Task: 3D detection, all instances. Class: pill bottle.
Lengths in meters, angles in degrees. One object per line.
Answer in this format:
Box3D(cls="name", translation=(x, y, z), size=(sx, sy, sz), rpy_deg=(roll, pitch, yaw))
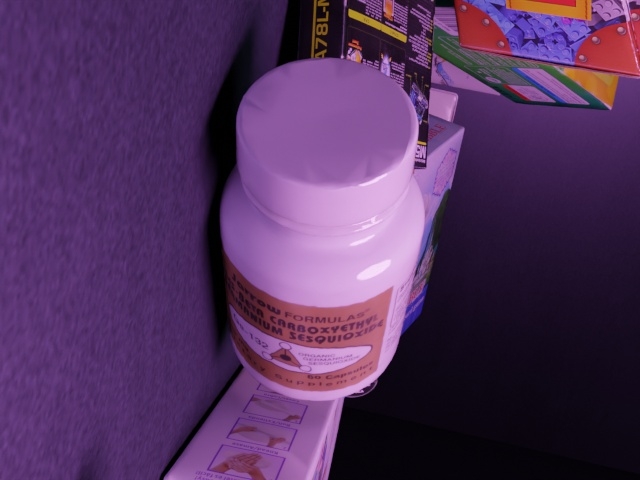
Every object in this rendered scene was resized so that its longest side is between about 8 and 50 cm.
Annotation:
Box3D(cls="pill bottle", translation=(0.000, 0.000, 0.568), size=(0.229, 0.131, 0.131), rpy_deg=(94, 10, -54))

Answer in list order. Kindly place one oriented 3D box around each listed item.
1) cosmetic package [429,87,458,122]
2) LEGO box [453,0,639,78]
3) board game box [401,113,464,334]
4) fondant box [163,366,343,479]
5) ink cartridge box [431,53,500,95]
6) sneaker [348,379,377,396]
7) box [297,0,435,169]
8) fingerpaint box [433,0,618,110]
Box3D(cls="cosmetic package", translation=(0.175, -0.241, 1.668), size=(0.309, 0.160, 0.113), rpy_deg=(-45, 147, -78))
Box3D(cls="LEGO box", translation=(0.302, -0.457, 0.788), size=(0.500, 0.193, 0.373), rpy_deg=(-52, 144, -29))
Box3D(cls="board game box", translation=(0.066, 0.034, 1.116), size=(0.318, 0.065, 0.318), rpy_deg=(-40, 146, -48))
Box3D(cls="fondant box", translation=(-0.055, 0.241, 0.718), size=(0.330, 0.096, 0.238), rpy_deg=(-55, 156, -78))
Box3D(cls="ink cartridge box", translation=(0.222, -0.374, 1.466), size=(0.168, 0.232, 0.171), rpy_deg=(82, 21, -74))
Box3D(cls="sneaker", translation=(0.047, 0.070, 1.387), size=(0.146, 0.122, 0.331), rpy_deg=(-147, -113, -77))
Box3D(cls="box", translation=(0.042, -0.153, 0.703), size=(0.190, 0.045, 0.184), rpy_deg=(-5, 101, -63))
Box3D(cls="fingerpaint box", translation=(0.247, -0.399, 1.062), size=(0.444, 0.163, 0.371), rpy_deg=(11, 90, -52))
